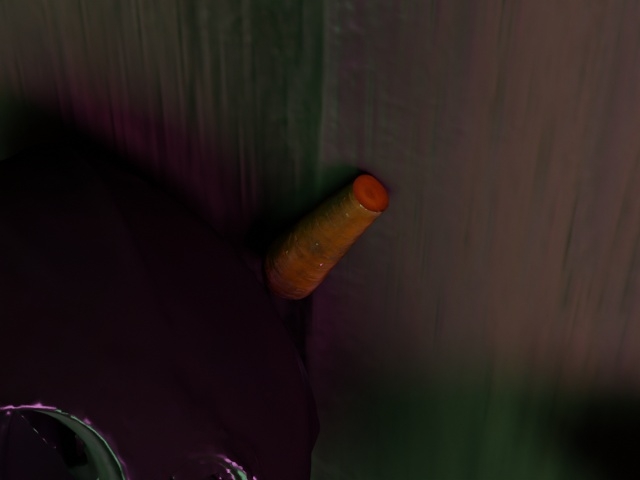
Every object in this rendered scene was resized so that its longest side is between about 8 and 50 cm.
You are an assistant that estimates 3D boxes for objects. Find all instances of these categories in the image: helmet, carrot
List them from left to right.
[{"bbox_3d":[-0.105,0.075,0.772,0.305,0.177,0.225,41,151,-23],"label":"helmet"},{"bbox_3d":[0.000,0.000,0.735,0.032,0.032,0.093,38,140,-8],"label":"carrot"}]
